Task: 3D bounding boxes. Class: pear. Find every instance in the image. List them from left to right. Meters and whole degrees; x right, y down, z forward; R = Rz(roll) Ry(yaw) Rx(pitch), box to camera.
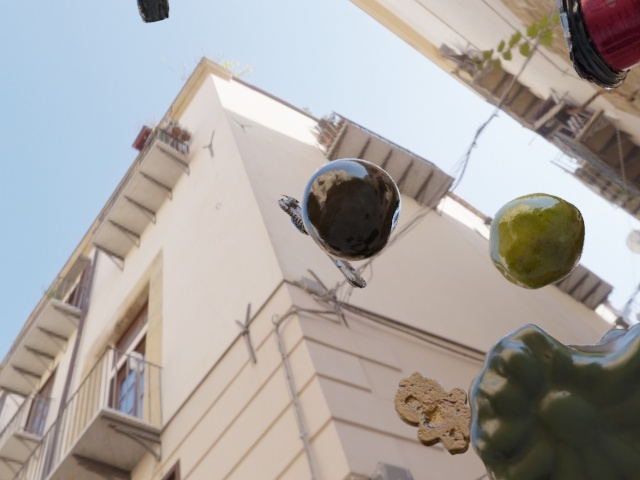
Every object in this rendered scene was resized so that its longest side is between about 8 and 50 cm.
[{"bbox_3d":[0.645,-0.004,1.702,0.294,0.294,0.294,-7,-61,-12],"label":"pear"}]

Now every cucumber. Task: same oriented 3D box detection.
[{"bbox_3d":[-0.308,-0.455,1.039,0.064,0.064,0.112,-4,-68,-13],"label":"cucumber"}]

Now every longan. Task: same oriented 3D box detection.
[{"bbox_3d":[0.057,-0.058,1.095,0.197,0.213,0.198,14,-30,8],"label":"longan"}]

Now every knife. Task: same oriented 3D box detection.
[{"bbox_3d":[-0.003,0.005,1.414,0.089,0.365,0.043,9,-59,-44],"label":"knife"}]

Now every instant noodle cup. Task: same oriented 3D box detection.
[{"bbox_3d":[0.603,-0.442,1.085,0.258,0.181,0.303,34,-119,-28],"label":"instant noodle cup"}]

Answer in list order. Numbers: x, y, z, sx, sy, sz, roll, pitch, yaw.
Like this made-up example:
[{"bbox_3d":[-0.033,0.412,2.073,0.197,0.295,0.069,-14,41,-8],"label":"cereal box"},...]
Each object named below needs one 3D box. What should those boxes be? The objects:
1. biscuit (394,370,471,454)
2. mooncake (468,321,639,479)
[{"bbox_3d":[0.294,0.441,1.472,0.184,0.248,0.035,-43,-41,-26],"label":"biscuit"},{"bbox_3d":[0.395,0.281,0.846,0.351,0.351,0.187,-33,-16,3],"label":"mooncake"}]
